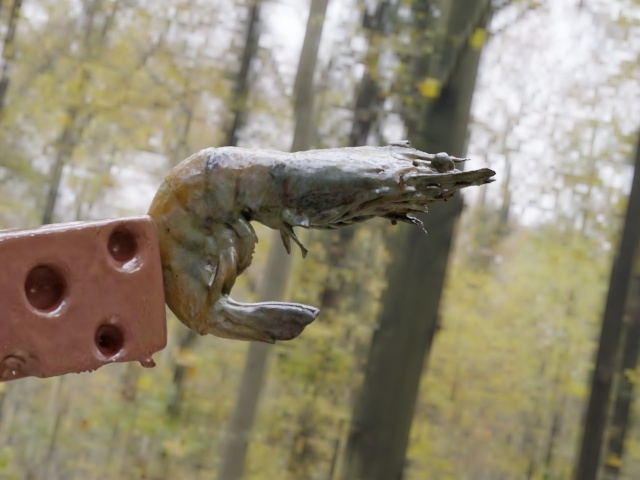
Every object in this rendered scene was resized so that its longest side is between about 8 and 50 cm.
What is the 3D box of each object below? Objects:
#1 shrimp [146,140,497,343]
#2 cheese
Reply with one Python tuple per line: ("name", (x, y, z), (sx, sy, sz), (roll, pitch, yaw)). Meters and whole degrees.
("shrimp", (0.000, 0.000, 1.397), (0.296, 0.169, 0.058), (-3, -9, 5))
("cheese", (-0.255, 0.054, 1.393), (0.203, 0.128, 0.177), (-10, 4, -37))
